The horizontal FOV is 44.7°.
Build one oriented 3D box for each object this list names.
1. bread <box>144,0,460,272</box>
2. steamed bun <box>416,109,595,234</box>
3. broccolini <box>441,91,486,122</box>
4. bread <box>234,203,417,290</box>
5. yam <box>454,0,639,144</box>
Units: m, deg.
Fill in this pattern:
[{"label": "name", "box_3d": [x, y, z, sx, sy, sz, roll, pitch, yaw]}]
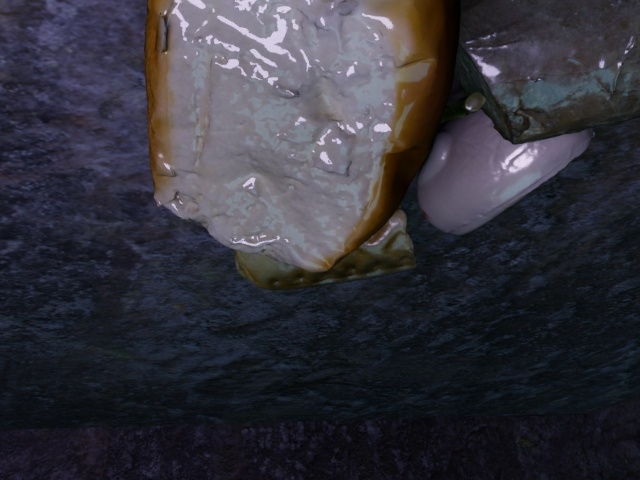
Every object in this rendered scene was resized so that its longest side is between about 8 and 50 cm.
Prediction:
[{"label": "bread", "box_3d": [-0.012, -0.138, 0.602, 0.225, 0.250, 0.279, 14, 130, -5]}, {"label": "steamed bun", "box_3d": [0.206, -0.108, 0.937, 0.228, 0.131, 0.177, -38, 180, 35]}, {"label": "broccolini", "box_3d": [0.128, -0.135, 0.852, 0.054, 0.051, 0.239, -30, -170, -8]}, {"label": "bread", "box_3d": [0.000, 0.000, 1.139, 0.267, 0.130, 0.152, -10, 160, 8]}, {"label": "yam", "box_3d": [0.269, -0.193, 0.767, 0.304, 0.168, 0.168, -13, 155, 8]}]
